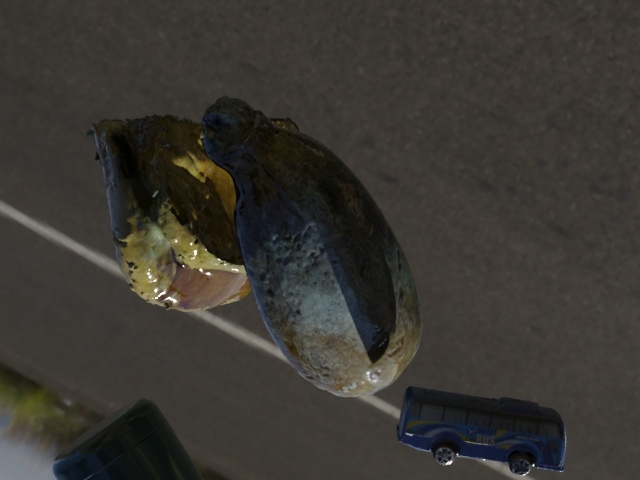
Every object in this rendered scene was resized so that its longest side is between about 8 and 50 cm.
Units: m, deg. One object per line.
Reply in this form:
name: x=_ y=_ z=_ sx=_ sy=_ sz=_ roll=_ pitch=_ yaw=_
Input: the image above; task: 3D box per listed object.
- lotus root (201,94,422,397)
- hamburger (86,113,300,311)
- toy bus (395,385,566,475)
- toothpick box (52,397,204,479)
lotus root: x=0.000 y=0.000 z=1.103 sx=0.139 sy=0.158 sz=0.322 roll=-15 pitch=117 yaw=17
hamburger: x=-0.121 y=-0.031 z=1.271 sx=0.132 sy=0.211 sz=0.309 roll=-4 pitch=-179 yaw=32
toy bus: x=0.146 y=0.171 z=1.070 sx=0.153 sy=0.061 sz=0.051 roll=8 pitch=-169 yaw=0
toothpick box: x=-0.170 y=0.261 z=1.178 sx=0.184 sy=0.120 sz=0.120 roll=57 pitch=161 yaw=-3
